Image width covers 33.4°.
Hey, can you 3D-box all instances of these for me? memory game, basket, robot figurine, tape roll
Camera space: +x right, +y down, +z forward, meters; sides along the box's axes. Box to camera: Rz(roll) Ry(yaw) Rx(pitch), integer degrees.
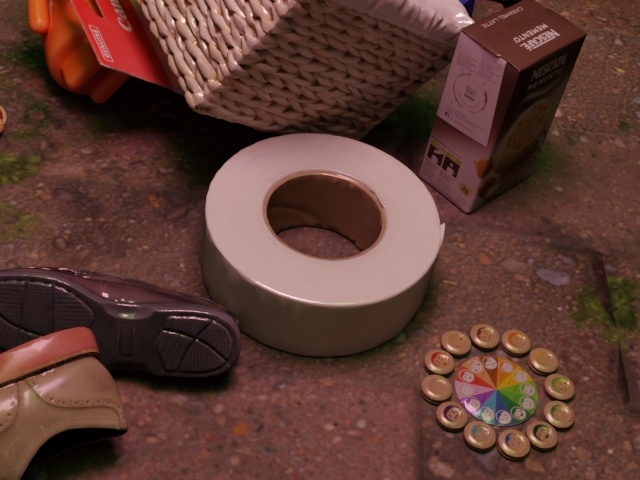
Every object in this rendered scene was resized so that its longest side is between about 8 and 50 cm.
[{"bbox_3d":[0.205,0.169,1.229,0.186,0.012,0.186,5,47,-6],"label":"memory game"},{"bbox_3d":[-0.037,-0.322,1.358,0.331,0.266,0.328,10,45,-51],"label":"basket"},{"bbox_3d":[-0.324,-0.291,1.473,0.158,0.128,0.219,-7,49,-18],"label":"robot figurine"},{"bbox_3d":[0.000,0.000,1.286,0.286,0.100,0.286,6,46,-6],"label":"tape roll"}]

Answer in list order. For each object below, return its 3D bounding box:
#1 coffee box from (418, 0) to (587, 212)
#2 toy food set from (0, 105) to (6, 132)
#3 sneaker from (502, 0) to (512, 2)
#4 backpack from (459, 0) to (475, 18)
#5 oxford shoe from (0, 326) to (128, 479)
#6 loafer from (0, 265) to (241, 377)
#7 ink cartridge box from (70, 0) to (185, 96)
[{"bbox_3d":[0.232,-0.173,1.391,0.141,0.246,0.098,-31,59,-32],"label":"coffee box"},{"bbox_3d":[-0.457,-0.163,1.403,0.083,0.020,0.083,1,48,-10],"label":"toy food set"},{"bbox_3d":[0.271,-0.449,1.781,0.170,0.063,0.075,33,44,13],"label":"sneaker"},{"bbox_3d":[0.166,-0.365,1.660,0.120,0.098,0.101,37,55,21],"label":"backpack"},{"bbox_3d":[-0.349,0.209,1.014,0.348,0.123,0.130,-27,75,-22],"label":"oxford shoe"},{"bbox_3d":[-0.237,0.087,1.175,0.303,0.109,0.095,10,15,-6],"label":"loafer"},{"bbox_3d":[-0.231,-0.321,1.443,0.261,0.066,0.296,15,40,-54],"label":"ink cartridge box"}]
